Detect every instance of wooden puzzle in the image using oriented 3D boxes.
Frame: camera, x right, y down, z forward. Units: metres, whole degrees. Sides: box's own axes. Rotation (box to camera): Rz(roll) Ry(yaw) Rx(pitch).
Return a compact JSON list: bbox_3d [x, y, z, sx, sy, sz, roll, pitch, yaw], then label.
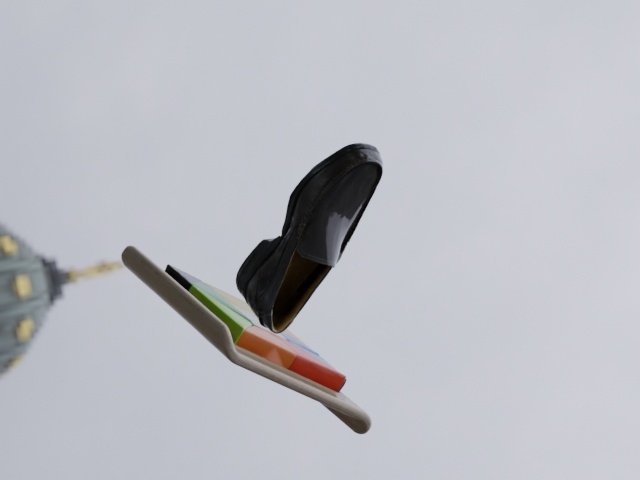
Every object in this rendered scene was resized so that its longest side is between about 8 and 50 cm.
[{"bbox_3d":[-0.071,0.095,1.719,0.044,0.239,0.221,-54,-138,0],"label":"wooden puzzle"}]

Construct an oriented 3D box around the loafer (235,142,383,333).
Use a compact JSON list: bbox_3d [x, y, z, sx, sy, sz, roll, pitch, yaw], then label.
[{"bbox_3d":[0.000,0.000,1.310,0.170,0.062,0.061,-56,-140,27],"label":"loafer"}]
